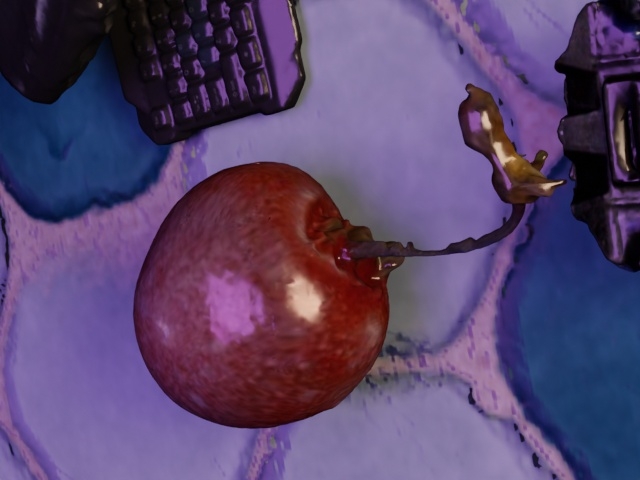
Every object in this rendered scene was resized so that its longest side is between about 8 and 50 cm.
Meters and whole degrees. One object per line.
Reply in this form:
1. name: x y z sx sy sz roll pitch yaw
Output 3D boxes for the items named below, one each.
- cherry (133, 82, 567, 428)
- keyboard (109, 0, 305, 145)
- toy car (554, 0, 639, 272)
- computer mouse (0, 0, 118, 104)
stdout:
1. cherry: 0.000 0.000 0.628 0.225 0.090 0.107 -42 58 39
2. keyboard: -0.073 -0.176 0.702 0.106 0.016 0.262 -12 91 40
3. toy car: 0.176 -0.043 0.499 0.216 0.063 0.103 -3 97 33
4. computer mouse: -0.159 -0.201 0.713 0.295 0.087 0.168 50 145 19
